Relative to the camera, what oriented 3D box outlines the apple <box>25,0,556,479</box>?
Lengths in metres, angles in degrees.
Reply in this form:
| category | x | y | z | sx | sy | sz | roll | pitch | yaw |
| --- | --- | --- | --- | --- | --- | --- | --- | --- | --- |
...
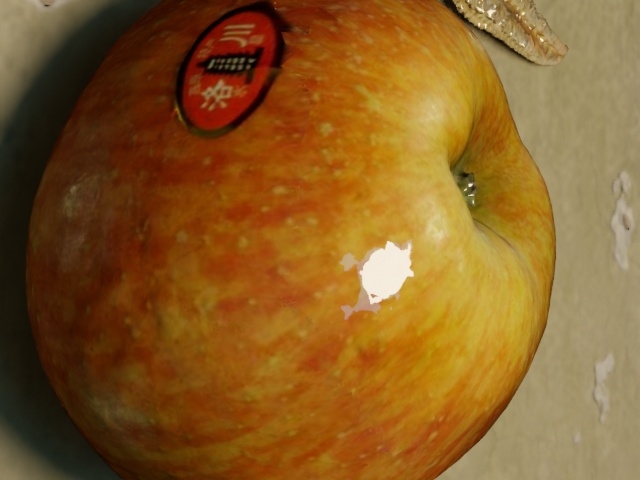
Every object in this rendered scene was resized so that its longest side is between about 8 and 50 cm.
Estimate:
| category | x | y | z | sx | sy | sz | roll | pitch | yaw |
| --- | --- | --- | --- | --- | --- | --- | --- | --- | --- |
| apple | 0.000 | 0.000 | 1.016 | 0.277 | 0.250 | 0.309 | 27 | 71 | -38 |

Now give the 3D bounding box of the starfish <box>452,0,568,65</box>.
| category | x | y | z | sx | sy | sz | roll | pitch | yaw |
| --- | --- | --- | --- | --- | --- | --- | --- | --- | --- |
| starfish | 0.084 | -0.218 | 1.220 | 0.295 | 0.048 | 0.231 | 27 | 73 | -40 |
